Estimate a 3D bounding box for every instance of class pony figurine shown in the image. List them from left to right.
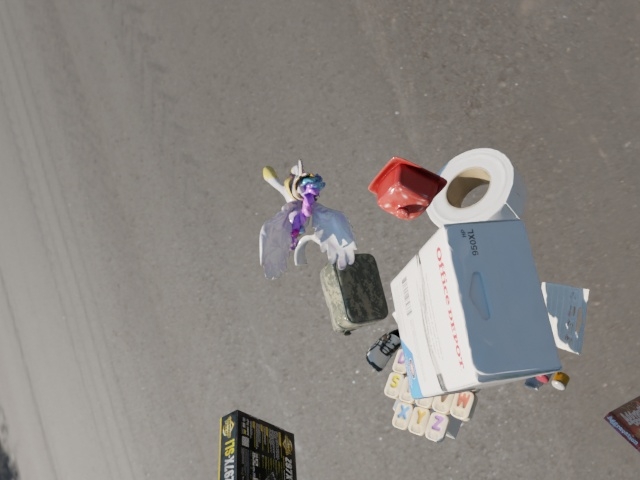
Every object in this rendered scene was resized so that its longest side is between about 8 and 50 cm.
[{"bbox_3d":[-0.073,-0.080,1.707,0.363,0.303,0.350,-154,55,-70],"label":"pony figurine"}]

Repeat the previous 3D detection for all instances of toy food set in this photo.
[{"bbox_3d":[0.585,0.392,1.588,0.232,0.104,0.111,14,146,44],"label":"toy food set"}]

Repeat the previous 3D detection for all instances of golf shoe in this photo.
[{"bbox_3d":[0.209,0.345,1.767,0.077,0.198,0.094,42,118,2],"label":"golf shoe"}]

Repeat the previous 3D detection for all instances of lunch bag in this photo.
[{"bbox_3d":[0.115,0.220,2.247,0.256,0.213,0.305,-42,57,57],"label":"lunch bag"}]

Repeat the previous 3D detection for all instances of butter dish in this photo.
[{"bbox_3d":[0.211,-0.106,1.363,0.160,0.160,0.118,130,158,-53],"label":"butter dish"}]

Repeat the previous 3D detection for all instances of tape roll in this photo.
[{"bbox_3d":[0.462,-0.132,1.632,0.286,0.100,0.286,-26,46,30],"label":"tape roll"}]

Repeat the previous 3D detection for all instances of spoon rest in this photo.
[{"bbox_3d":[0.000,0.000,1.905,0.276,0.137,0.084,-33,70,42],"label":"spoon rest"}]

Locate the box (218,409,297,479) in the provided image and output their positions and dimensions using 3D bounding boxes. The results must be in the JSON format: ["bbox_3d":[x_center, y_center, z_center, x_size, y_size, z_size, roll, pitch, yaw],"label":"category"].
[{"bbox_3d":[-0.176,0.680,1.572,0.079,0.257,0.321,-32,41,23],"label":"box"}]

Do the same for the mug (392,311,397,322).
[{"bbox_3d":[0.258,0.234,1.625,0.078,0.062,0.064,-49,52,48],"label":"mug"}]

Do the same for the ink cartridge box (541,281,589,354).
[{"bbox_3d":[0.697,0.216,1.545,0.225,0.056,0.180,-179,96,-80],"label":"ink cartridge box"}]

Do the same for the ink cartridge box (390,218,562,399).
[{"bbox_3d":[0.288,0.159,1.119,0.395,0.166,0.285,110,154,-69],"label":"ink cartridge box"}]

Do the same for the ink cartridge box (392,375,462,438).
[{"bbox_3d":[0.391,0.485,1.810,0.197,0.114,0.272,9,61,44],"label":"ink cartridge box"}]

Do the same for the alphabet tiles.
[{"bbox_3d":[0.290,0.370,1.430,0.284,0.021,0.277,0,60,51],"label":"alphabet tiles"}]

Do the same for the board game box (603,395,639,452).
[{"bbox_3d":[0.835,0.475,1.393,0.145,0.281,0.027,46,119,36],"label":"board game box"}]
